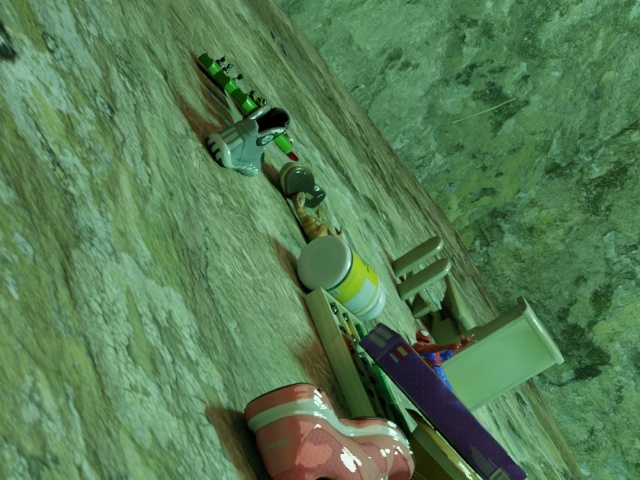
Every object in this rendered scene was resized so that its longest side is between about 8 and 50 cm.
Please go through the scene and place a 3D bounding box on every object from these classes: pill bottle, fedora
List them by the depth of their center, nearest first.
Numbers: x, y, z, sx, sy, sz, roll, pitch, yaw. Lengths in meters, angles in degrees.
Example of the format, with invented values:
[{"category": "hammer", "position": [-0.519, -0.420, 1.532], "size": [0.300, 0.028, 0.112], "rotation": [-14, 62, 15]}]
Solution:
[{"category": "fedora", "position": [0.172, 0.344, 1.685], "size": [0.194, 0.079, 0.194], "rotation": [48, -3, 3]}, {"category": "pill bottle", "position": [0.043, 0.072, 1.912], "size": [0.184, 0.103, 0.103], "rotation": [43, 19, -52]}]

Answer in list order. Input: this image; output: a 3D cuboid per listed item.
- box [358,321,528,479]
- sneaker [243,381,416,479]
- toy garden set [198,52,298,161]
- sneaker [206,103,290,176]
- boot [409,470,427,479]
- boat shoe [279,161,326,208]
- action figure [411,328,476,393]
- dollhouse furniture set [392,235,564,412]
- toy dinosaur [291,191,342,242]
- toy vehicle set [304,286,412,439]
[{"category": "box", "position": [0.187, 0.261, 1.726], "size": [0.293, 0.057, 0.201], "rotation": [48, -4, -6]}, {"category": "sneaker", "position": [0.018, 0.282, 1.324], "size": [0.314, 0.116, 0.136], "rotation": [33, 36, -49]}, {"category": "toy garden set", "position": [-0.112, -0.250, 2.101], "size": [0.244, 0.049, 0.204], "rotation": [48, 1, 37]}, {"category": "sneaker", "position": [-0.102, -0.178, 1.897], "size": [0.086, 0.132, 0.228], "rotation": [58, 12, 3]}, {"category": "boot", "position": [0.172, 0.433, 1.631], "size": [0.197, 0.073, 0.152], "rotation": [60, 4, 16]}, {"category": "boat shoe", "position": [-0.051, -0.119, 2.157], "size": [0.072, 0.068, 0.190], "rotation": [48, -1, 22]}, {"category": "action figure", "position": [0.282, 0.276, 2.311], "size": [0.091, 0.139, 0.280], "rotation": [48, 13, -44]}, {"category": "dollhouse furniture set", "position": [0.394, 0.197, 2.652], "size": [0.362, 0.256, 0.394], "rotation": [53, 13, -21]}, {"category": "toy dinosaur", "position": [0.000, 0.000, 2.077], "size": [0.112, 0.064, 0.211], "rotation": [21, 29, -49]}, {"category": "toy vehicle set", "position": [0.066, 0.218, 1.798], "size": [0.166, 0.035, 0.267], "rotation": [43, 19, -52]}]
